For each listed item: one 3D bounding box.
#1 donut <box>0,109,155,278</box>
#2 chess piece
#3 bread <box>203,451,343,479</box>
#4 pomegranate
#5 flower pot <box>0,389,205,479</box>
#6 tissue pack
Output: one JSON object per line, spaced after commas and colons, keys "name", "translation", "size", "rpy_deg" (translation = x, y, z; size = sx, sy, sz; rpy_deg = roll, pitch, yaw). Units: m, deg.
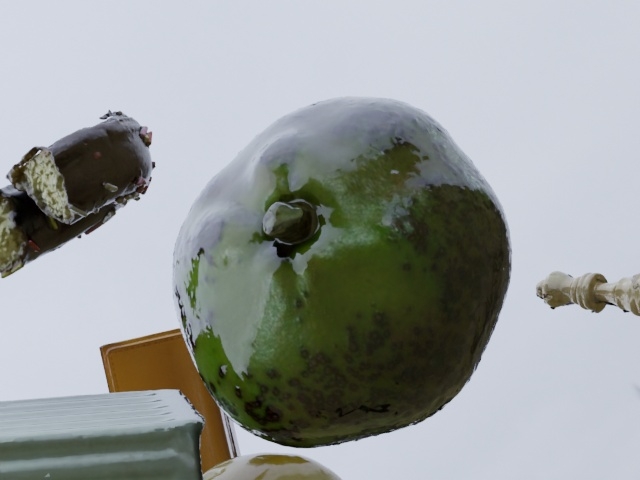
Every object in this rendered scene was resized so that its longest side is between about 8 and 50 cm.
{"name": "donut", "translation": [-0.380, -0.075, 2.331], "size": [0.345, 0.136, 0.259], "rpy_deg": [-30, -1, 42]}
{"name": "chess piece", "translation": [0.344, 0.065, 1.918], "size": [0.060, 0.172, 0.060], "rpy_deg": [-1, -88, -46]}
{"name": "bread", "translation": [-0.065, 0.383, 1.601], "size": [0.160, 0.333, 0.333], "rpy_deg": [-16, -3, 40]}
{"name": "pomegranate", "translation": [0.011, 0.016, 1.016], "size": [0.222, 0.204, 0.276], "rpy_deg": [-39, 9, 4]}
{"name": "flower pot", "translation": [-0.174, 0.217, 1.025], "size": [0.189, 0.239, 0.209], "rpy_deg": [-1, -24, -14]}
{"name": "tissue pack", "translation": [-0.193, 0.261, 2.113], "size": [0.145, 0.275, 0.194], "rpy_deg": [-12, -2, -1]}
